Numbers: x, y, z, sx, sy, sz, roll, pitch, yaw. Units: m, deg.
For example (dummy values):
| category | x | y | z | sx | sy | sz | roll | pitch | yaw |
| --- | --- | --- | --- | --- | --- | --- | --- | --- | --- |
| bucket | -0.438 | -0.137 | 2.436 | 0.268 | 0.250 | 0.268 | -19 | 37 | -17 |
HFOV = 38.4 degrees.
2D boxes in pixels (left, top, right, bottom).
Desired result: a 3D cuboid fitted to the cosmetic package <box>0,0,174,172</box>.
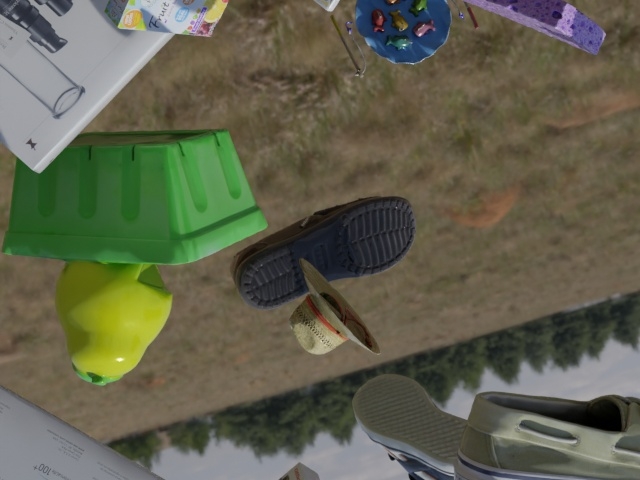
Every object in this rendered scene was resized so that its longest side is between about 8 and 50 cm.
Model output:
| category | x | y | z | sx | sy | sz | roll | pitch | yaw |
| --- | --- | --- | --- | --- | --- | --- | --- | --- | --- |
| cosmetic package | -0.333 | -0.317 | 1.156 | 0.377 | 0.284 | 0.097 | -48 | -169 | -7 |

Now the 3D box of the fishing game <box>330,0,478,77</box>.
| category | x | y | z | sx | sy | sz | roll | pitch | yaw |
| --- | --- | --- | --- | --- | --- | --- | --- | --- | --- |
| fishing game | 0.158 | -0.427 | 1.736 | 0.264 | 0.189 | 0.041 | -20 | 171 | -5 |

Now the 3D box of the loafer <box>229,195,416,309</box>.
| category | x | y | z | sx | sy | sz | roll | pitch | yaw |
| --- | --- | --- | --- | --- | --- | --- | --- | --- | --- |
| loafer | 0.000 | 0.000 | 1.559 | 0.365 | 0.134 | 0.130 | -17 | -158 | -29 |

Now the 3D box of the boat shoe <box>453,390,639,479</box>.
| category | x | y | z | sx | sy | sz | roll | pitch | yaw |
| --- | --- | --- | --- | --- | --- | --- | --- | --- | --- |
| boat shoe | 0.265 | 0.187 | 0.819 | 0.302 | 0.094 | 0.109 | 3 | -167 | -20 |

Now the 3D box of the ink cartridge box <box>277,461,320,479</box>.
| category | x | y | z | sx | sy | sz | roll | pitch | yaw |
| --- | --- | --- | --- | --- | --- | --- | --- | --- | --- |
| ink cartridge box | -0.060 | 0.507 | 1.758 | 0.135 | 0.099 | 0.056 | -42 | 123 | 10 |

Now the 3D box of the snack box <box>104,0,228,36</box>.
| category | x | y | z | sx | sy | sz | roll | pitch | yaw |
| --- | --- | --- | --- | --- | --- | --- | --- | --- | --- |
| snack box | -0.167 | -0.289 | 1.058 | 0.141 | 0.037 | 0.100 | -8 | 138 | -48 |

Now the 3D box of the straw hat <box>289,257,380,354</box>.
| category | x | y | z | sx | sy | sz | roll | pitch | yaw |
| --- | --- | --- | --- | --- | --- | --- | --- | --- | --- |
| straw hat | 0.001 | 0.093 | 1.023 | 0.061 | 0.144 | 0.144 | -40 | 167 | 7 |

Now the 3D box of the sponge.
| category | x | y | z | sx | sy | sz | roll | pitch | yaw |
| --- | --- | --- | --- | --- | --- | --- | --- | --- | --- |
| sponge | 0.210 | -0.273 | 1.044 | 0.117 | 0.210 | 0.031 | 6 | 112 | -53 |

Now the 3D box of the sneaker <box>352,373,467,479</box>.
| category | x | y | z | sx | sy | sz | roll | pitch | yaw |
| --- | --- | --- | --- | --- | --- | --- | --- | --- | --- |
| sneaker | 0.167 | 0.325 | 1.473 | 0.126 | 0.127 | 0.321 | -36 | -153 | -16 |

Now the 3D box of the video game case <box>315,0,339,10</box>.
| category | x | y | z | sx | sy | sz | roll | pitch | yaw |
| --- | --- | --- | --- | --- | --- | --- | --- | --- | --- |
| video game case | -0.011 | -0.546 | 1.582 | 0.206 | 0.227 | 0.026 | -55 | 165 | 23 |

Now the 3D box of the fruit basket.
| category | x | y | z | sx | sy | sz | roll | pitch | yaw |
| --- | --- | --- | --- | --- | --- | --- | --- | --- | --- |
| fruit basket | -0.295 | 0.021 | 1.425 | 0.392 | 0.392 | 0.283 | -22 | -177 | 31 |

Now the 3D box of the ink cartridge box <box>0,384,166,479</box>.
| category | x | y | z | sx | sy | sz | roll | pitch | yaw |
| --- | --- | --- | --- | --- | --- | --- | --- | --- | --- |
| ink cartridge box | -0.309 | 0.337 | 0.985 | 0.272 | 0.309 | 0.130 | -59 | -171 | -17 |
